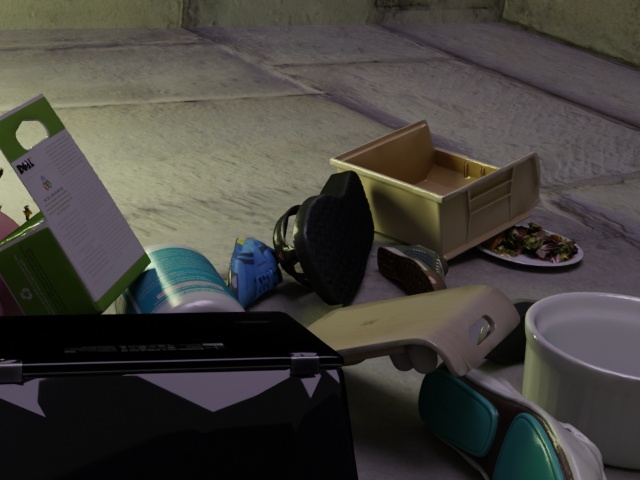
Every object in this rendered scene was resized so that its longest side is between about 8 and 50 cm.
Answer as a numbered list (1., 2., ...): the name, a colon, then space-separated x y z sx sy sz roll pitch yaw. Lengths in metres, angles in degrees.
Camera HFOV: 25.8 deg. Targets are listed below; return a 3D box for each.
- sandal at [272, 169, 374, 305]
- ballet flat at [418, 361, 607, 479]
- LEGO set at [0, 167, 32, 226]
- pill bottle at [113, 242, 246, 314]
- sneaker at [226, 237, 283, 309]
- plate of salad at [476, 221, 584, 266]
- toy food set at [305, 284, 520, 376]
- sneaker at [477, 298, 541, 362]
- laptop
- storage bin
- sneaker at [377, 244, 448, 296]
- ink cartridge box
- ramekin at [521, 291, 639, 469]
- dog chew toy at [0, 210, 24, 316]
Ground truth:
1. sandal: 0.001 0.002 2.173 0.107 0.167 0.446 -15 8 13
2. ballet flat: 0.244 0.242 1.597 0.139 0.139 0.400 0 18 -20
3. LEGO set: -0.493 -0.074 1.933 0.255 0.331 0.192 4 32 34
4. pill bottle: -0.184 0.094 1.811 0.146 0.146 0.264 -1 22 -20
5. sneaker: -0.096 0.051 2.076 0.082 0.069 0.209 11 20 -1
6. plate of salad: 0.355 -0.002 2.407 0.200 0.048 0.200 6 19 -2
7. toy food set: 0.074 0.144 1.733 0.306 0.092 0.220 -12 9 30
8. sneaker: 0.324 0.136 1.964 0.222 0.083 0.118 -11 27 -44
9. laptop: -0.176 0.224 1.450 0.382 0.236 0.408 0 8 -14
10. storage bin: 0.204 -0.097 2.419 0.260 0.123 0.262 -26 33 -36
11. sneaker: 0.166 0.047 2.179 0.086 0.064 0.192 -8 21 -24
12. ink cartridge box: -0.334 -0.032 1.698 0.097 0.255 0.189 -28 10 19
13. ramekin: 0.389 0.179 1.791 0.277 0.135 0.277 6 20 -2
14. dog chew toy: -0.461 0.088 1.676 0.207 0.206 0.332 8 28 3
